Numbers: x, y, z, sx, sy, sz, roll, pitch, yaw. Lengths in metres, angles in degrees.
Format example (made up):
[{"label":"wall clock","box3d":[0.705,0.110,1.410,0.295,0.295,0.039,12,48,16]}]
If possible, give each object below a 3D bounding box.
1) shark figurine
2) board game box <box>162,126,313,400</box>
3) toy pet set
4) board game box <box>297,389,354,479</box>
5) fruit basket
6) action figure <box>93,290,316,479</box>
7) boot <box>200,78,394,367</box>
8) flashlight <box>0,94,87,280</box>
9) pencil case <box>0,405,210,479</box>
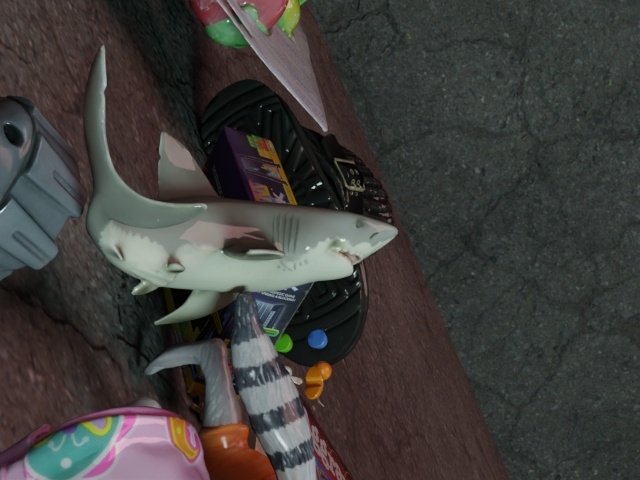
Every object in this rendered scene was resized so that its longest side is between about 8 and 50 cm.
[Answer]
[{"label":"shark figurine","box3d":[-0.089,-0.025,0.731,0.278,0.166,0.116,18,55,-58]},{"label":"board game box","box3d":[-0.070,0.016,0.924,0.048,0.141,0.170,15,31,-28]},{"label":"toy pet set","box3d":[-0.040,0.140,0.945,0.065,0.122,0.114,42,46,-52]},{"label":"board game box","box3d":[0.016,0.275,1.194,0.145,0.027,0.281,-99,164,-54]},{"label":"fruit basket","box3d":[-0.114,-0.304,1.314,0.327,0.165,0.353,48,22,-30]},{"label":"action figure","box3d":[-0.011,0.213,0.730,0.330,0.178,0.341,51,-1,-1]},{"label":"boot","box3d":[0.003,-0.003,1.345,0.260,0.131,0.348,37,33,-61]},{"label":"flashlight","box3d":[-0.215,-0.093,0.563,0.304,0.103,0.103,51,25,-55]},{"label":"pencil case","box3d":[-0.081,0.221,0.536,0.124,0.124,0.284,49,21,-60]}]
